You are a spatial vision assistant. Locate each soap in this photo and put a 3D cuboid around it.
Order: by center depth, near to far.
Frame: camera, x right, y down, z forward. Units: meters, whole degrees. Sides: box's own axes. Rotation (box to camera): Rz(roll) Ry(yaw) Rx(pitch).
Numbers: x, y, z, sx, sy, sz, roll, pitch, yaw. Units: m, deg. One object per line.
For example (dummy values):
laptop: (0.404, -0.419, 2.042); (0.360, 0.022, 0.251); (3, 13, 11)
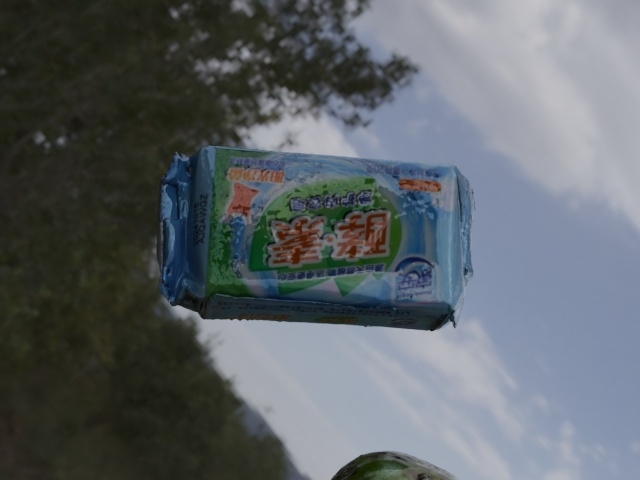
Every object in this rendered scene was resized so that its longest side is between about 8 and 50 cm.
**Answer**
soap: (0.000, 0.000, 1.258); (0.077, 0.293, 0.156); (103, -11, -68)

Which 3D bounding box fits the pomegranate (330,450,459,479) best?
pomegranate: (0.051, 0.257, 1.126); (0.143, 0.169, 0.122); (33, 6, -8)
